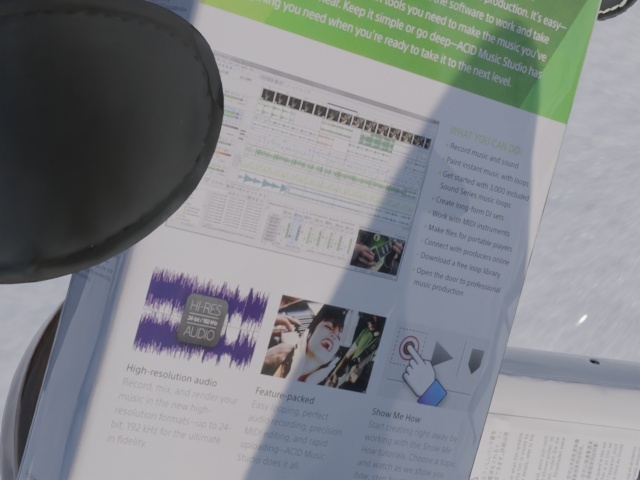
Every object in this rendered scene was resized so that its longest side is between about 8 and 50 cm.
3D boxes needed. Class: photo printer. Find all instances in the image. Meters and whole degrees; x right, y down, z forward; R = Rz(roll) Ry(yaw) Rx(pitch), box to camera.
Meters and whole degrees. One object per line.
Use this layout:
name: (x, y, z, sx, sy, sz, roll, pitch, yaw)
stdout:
photo printer: (0.234, 0.239, 1.808, 0.307, 0.107, 0.256, 7, 104, -13)

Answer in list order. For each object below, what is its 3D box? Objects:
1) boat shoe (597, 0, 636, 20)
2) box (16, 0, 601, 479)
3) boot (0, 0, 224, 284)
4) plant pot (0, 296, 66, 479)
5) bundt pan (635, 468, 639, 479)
boat shoe: (0.169, -0.237, 1.000, 0.114, 0.303, 0.091, -19, 46, -9)
box: (0.000, 0.000, 0.836, 0.058, 0.232, 0.322, 20, 94, 54)
boot: (-0.190, -0.048, 0.585, 0.263, 0.229, 0.091, -14, 113, -27)
plant pot: (-0.093, 0.142, 1.115, 0.263, 0.229, 0.263, 6, 75, -23)
bundt pan: (0.363, 0.305, 1.340, 0.330, 0.124, 0.331, -1, 92, -22)
